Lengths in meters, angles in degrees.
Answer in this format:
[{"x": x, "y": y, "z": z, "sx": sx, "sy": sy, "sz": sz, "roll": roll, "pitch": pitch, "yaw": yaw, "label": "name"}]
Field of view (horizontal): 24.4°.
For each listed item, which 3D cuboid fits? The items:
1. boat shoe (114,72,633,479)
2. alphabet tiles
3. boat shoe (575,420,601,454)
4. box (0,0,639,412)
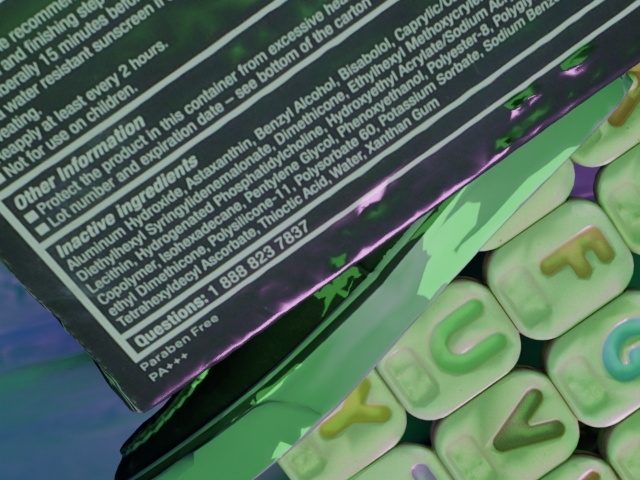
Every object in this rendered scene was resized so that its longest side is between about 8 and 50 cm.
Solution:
[{"x": 0.000, "y": 0.000, "z": 0.663, "sx": 0.105, "sy": 0.113, "sz": 0.306, "roll": 44, "pitch": 93, "yaw": -4, "label": "boat shoe"}, {"x": 0.091, "y": 0.034, "z": 0.744, "sx": 0.278, "sy": 0.021, "sz": 0.284, "roll": -35, "pitch": 102, "yaw": 1, "label": "alphabet tiles"}, {"x": 0.208, "y": 0.158, "z": 0.885, "sx": 0.355, "sy": 0.132, "sz": 0.130, "roll": -17, "pitch": 126, "yaw": -11, "label": "boat shoe"}, {"x": -0.047, "y": -0.152, "z": 0.533, "sx": 0.296, "sy": 0.183, "sz": 0.294, "roll": -35, "pitch": 129, "yaw": 0, "label": "box"}]
